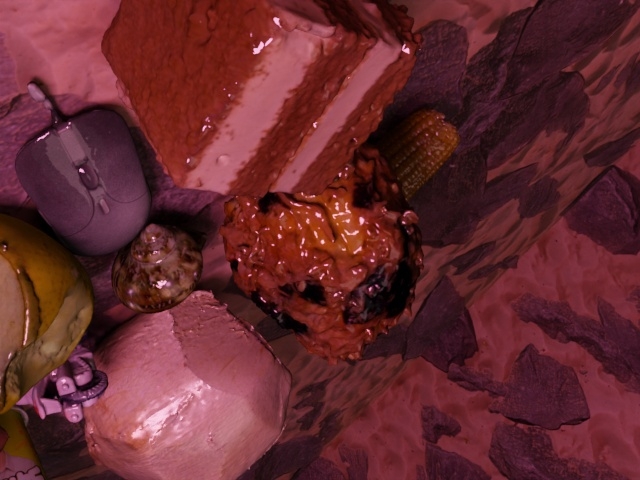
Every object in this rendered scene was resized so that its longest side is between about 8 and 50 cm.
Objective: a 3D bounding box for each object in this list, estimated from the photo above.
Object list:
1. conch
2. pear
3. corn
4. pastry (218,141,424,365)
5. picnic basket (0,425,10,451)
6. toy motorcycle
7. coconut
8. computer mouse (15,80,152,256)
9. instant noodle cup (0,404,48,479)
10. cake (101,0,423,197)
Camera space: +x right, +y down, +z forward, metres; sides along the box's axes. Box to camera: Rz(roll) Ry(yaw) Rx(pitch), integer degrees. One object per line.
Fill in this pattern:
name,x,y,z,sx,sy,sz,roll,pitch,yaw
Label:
conch,-0.246,0.032,1.382,0.181,0.124,0.187,-39,-164,51
pear,-0.406,0.111,1.189,0.292,0.159,0.292,-58,175,-9
corn,0.116,-0.108,1.669,0.344,0.131,0.131,-47,155,14
pastry,0.007,0.013,1.368,0.292,0.337,0.405,-37,180,-16
picnic basket,-0.632,0.329,1.209,0.291,0.254,0.321,-56,164,27
toy motorcycle,-0.425,0.202,1.328,0.171,0.260,0.110,-24,117,-27
coconut,-0.248,0.285,1.579,0.360,0.346,0.346,-43,157,-9
computer mouse,-0.308,-0.075,1.171,0.167,0.090,0.379,-34,154,-13
instant noodle cup,-0.566,0.471,1.490,0.294,0.308,0.294,-32,155,-17
cake,-0.075,-0.220,1.048,0.290,0.256,0.282,-3,140,-47
